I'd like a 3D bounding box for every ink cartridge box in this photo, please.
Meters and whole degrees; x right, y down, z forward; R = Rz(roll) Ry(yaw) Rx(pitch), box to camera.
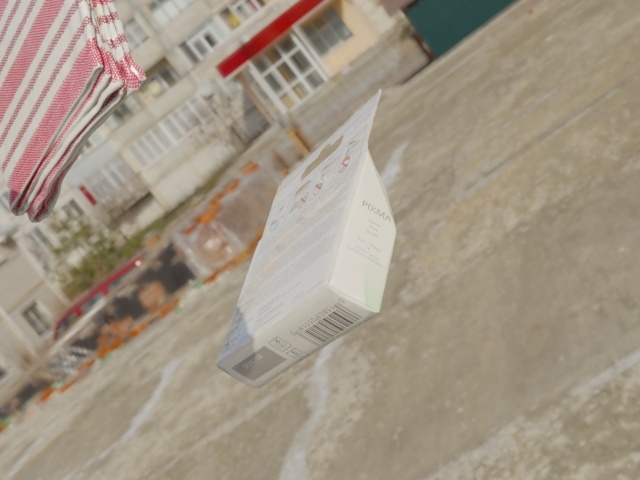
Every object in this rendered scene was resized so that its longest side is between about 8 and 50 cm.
[{"bbox_3d":[0.000,0.000,0.889,0.181,0.056,0.224,-38,25,46],"label":"ink cartridge box"}]

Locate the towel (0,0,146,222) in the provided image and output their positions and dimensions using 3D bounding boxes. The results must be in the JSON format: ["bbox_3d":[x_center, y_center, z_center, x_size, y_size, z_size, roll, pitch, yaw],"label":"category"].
[{"bbox_3d":[-0.162,-0.128,0.588,0.029,0.197,0.144,0,-30,-38],"label":"towel"}]
